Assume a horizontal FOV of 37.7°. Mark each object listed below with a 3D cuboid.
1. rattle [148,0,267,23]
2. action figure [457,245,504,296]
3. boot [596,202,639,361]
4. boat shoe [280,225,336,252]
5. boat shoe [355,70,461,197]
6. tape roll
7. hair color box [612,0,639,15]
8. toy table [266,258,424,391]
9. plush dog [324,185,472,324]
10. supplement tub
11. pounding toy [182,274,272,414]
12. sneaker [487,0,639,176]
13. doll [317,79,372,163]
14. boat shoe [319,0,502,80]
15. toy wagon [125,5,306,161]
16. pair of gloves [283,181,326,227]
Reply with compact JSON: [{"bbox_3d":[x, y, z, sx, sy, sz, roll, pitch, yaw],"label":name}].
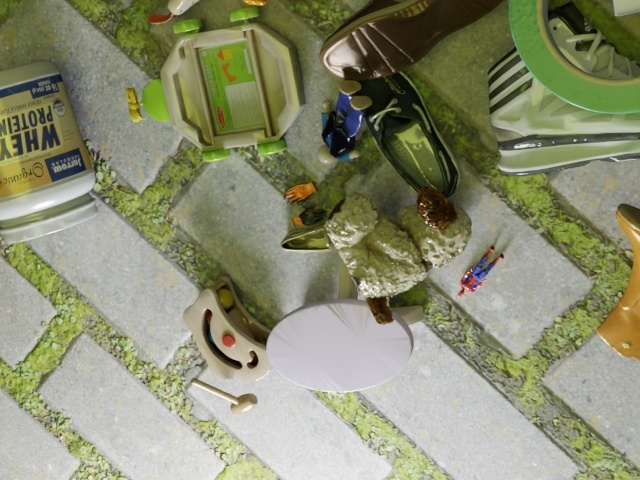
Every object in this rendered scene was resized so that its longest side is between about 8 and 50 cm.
[{"bbox_3d":[-0.203,-0.421,1.694,0.143,0.130,0.199,40,114,-14],"label":"rattle"},{"bbox_3d":[0.290,0.063,1.730,0.038,0.030,0.115,36,117,-1],"label":"action figure"},{"bbox_3d":[0.544,0.091,1.591,0.295,0.104,0.211,38,119,-13],"label":"boot"},{"bbox_3d":[-0.001,-0.002,1.795,0.153,0.048,0.056,-3,106,20],"label":"boat shoe"},{"bbox_3d":[0.143,-0.202,1.659,0.114,0.091,0.302,-40,91,25],"label":"boat shoe"},{"bbox_3d":[0.443,-0.348,1.377,0.321,0.077,0.321,4,100,20],"label":"tape roll"},{"bbox_3d":[0.620,-0.470,1.401,0.374,0.113,0.185,-9,103,22],"label":"hair color box"},{"bbox_3d":[0.053,0.172,1.772,0.274,0.161,0.252,5,108,17],"label":"toy table"},{"bbox_3d":[0.158,0.009,1.632,0.225,0.262,0.210,-27,72,7],"label":"plush dog"},{"bbox_3d":[-0.578,-0.173,1.838,0.228,0.228,0.316,-12,103,22],"label":"supplement tub"},{"bbox_3d":[-0.173,0.216,1.864,0.154,0.155,0.269,-23,98,28],"label":"pounding toy"},{"bbox_3d":[0.475,-0.264,1.485,0.447,0.169,0.257,-9,105,24],"label":"sneaker"},{"bbox_3d":[0.035,-0.206,1.688,0.129,0.046,0.189,58,149,23],"label":"doll"},{"bbox_3d":[0.150,-0.392,1.592,0.342,0.123,0.123,-28,132,22],"label":"boat shoe"},{"bbox_3d":[-0.203,-0.286,1.764,0.344,0.068,0.267,-6,105,21],"label":"toy wagon"},{"bbox_3d":[-0.031,-0.068,1.806,0.074,0.010,0.083,-18,101,23],"label":"pair of gloves"}]
